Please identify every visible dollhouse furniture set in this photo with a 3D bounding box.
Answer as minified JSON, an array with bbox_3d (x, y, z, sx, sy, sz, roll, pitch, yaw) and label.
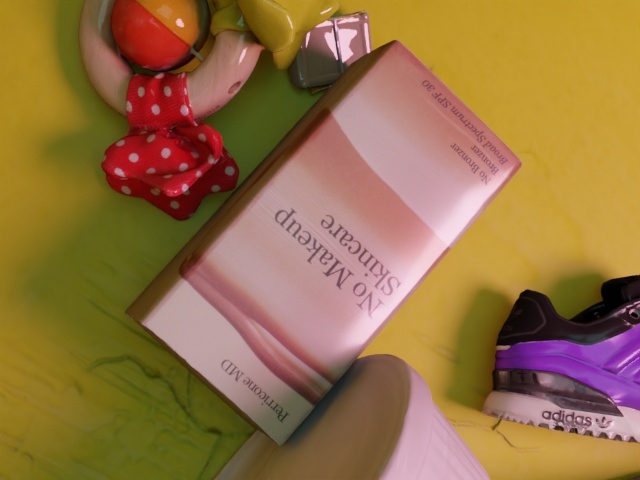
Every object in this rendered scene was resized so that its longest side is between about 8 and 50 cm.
[{"bbox_3d":[-0.004,-0.209,0.999,0.076,0.058,0.151,-13,105,-17],"label":"dollhouse furniture set"}]

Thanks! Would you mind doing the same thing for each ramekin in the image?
[{"bbox_3d":[0.010,0.223,0.836,0.127,0.273,0.273,45,79,-14],"label":"ramekin"}]

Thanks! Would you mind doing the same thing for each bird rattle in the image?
[{"bbox_3d":[-0.111,-0.155,0.938,0.207,0.143,0.253,44,110,21],"label":"bird rattle"}]

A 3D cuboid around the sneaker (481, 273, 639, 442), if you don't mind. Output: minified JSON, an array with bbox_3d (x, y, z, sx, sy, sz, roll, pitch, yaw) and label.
[{"bbox_3d":[0.291,0.102,0.964,0.294,0.102,0.146,9,81,-7],"label":"sneaker"}]

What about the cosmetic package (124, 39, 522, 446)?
[{"bbox_3d":[0.000,0.000,0.914,0.153,0.129,0.296,42,80,-10],"label":"cosmetic package"}]

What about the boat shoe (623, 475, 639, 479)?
[{"bbox_3d":[0.243,0.255,0.939,0.302,0.109,0.094,-9,88,-11],"label":"boat shoe"}]
